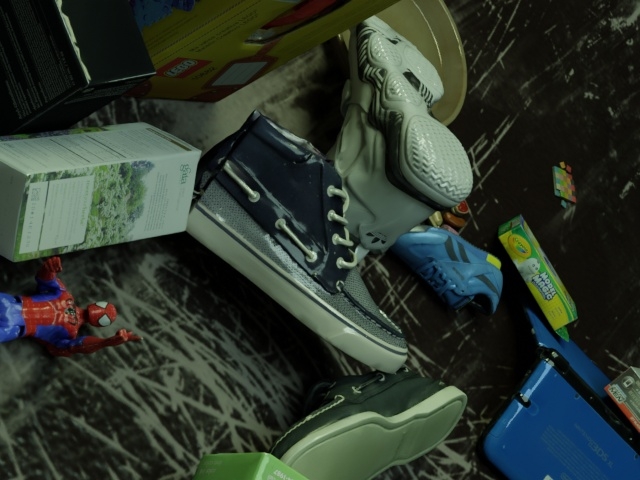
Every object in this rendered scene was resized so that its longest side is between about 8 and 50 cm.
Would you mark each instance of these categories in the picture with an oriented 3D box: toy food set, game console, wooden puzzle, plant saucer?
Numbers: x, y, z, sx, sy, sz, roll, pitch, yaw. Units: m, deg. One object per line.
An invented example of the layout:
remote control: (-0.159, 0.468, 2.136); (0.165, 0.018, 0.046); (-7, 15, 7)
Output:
toy food set: (0.175, -0.035, 1.923); (0.078, 0.019, 0.122); (58, 34, -10)
game console: (0.341, 0.261, 1.959); (0.293, 0.173, 0.250); (44, 77, -24)
wooden puzzle: (0.383, -0.088, 2.177); (0.049, 0.006, 0.083); (20, 59, -41)
plant saucer: (0.103, -0.278, 1.938); (0.278, 0.041, 0.278); (22, 58, -40)

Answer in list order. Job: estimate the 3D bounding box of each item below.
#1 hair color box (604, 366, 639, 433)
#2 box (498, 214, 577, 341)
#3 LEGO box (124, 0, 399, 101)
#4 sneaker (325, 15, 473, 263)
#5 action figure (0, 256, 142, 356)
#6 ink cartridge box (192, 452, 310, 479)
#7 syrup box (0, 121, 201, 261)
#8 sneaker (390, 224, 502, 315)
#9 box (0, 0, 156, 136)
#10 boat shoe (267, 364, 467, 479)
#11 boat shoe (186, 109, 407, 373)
hair color box: (0.465, 0.233, 1.982); (0.093, 0.053, 0.167); (53, 11, 18)
box: (0.315, 0.054, 1.971); (0.179, 0.043, 0.105); (60, 12, -5)
LEGO box: (-0.055, -0.412, 1.480); (0.193, 0.500, 0.373); (-2, 74, -48)
sneaker: (0.051, -0.124, 1.723); (0.137, 0.210, 0.366); (32, 28, -34)
action figure: (-0.285, 0.066, 1.299); (0.280, 0.139, 0.092); (1, 75, -49)
ink cartridge box: (-0.080, 0.408, 1.341); (0.207, 0.119, 0.353); (38, 61, -28)
syrup box: (-0.240, -0.054, 1.402); (0.237, 0.096, 0.093); (-13, 123, -50)
sneaker: (0.169, 0.042, 1.842); (0.209, 0.069, 0.082); (25, 59, -38)
box: (-0.297, -0.247, 1.385); (0.103, 0.184, 0.261); (-19, 87, -52)
boat shoe: (0.034, 0.206, 1.598); (0.113, 0.127, 0.340); (38, 33, 28)
boat shoe: (0.000, 0.000, 1.558); (0.340, 0.158, 0.127); (38, 6, -17)
